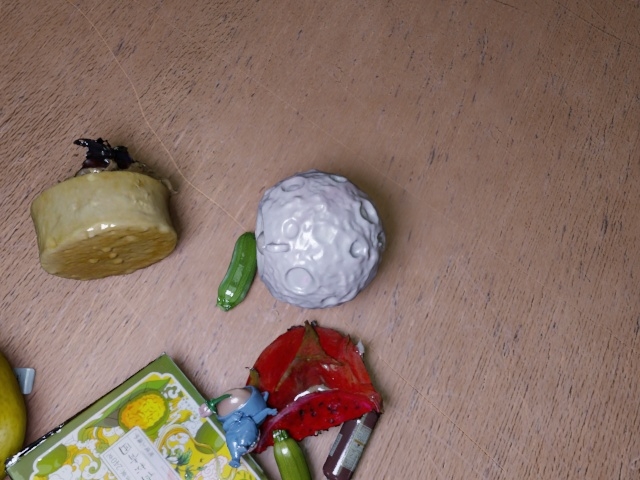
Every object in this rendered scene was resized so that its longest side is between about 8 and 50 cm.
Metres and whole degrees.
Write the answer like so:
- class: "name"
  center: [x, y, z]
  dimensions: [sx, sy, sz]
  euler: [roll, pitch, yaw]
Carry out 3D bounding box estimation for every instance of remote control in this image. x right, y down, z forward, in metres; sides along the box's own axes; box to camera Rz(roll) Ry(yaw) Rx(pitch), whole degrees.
- class: "remote control"
  center: [-0.769, 0.336, 1.236]
  dimensions: [0.162, 0.029, 0.061]
  euler: [0, 68, 2]

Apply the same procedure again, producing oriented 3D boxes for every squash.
- class: "squash"
  center: [-0.051, 0.539, 1.145]
  dimensions: [0.069, 0.069, 0.258]
  euler: [-15, 93, -8]
- class: "squash"
  center: [-0.209, 0.080, 1.338]
  dimensions: [0.077, 0.068, 0.219]
  euler: [23, 70, -6]

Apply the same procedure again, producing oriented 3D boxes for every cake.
- class: "cake"
  center: [-0.528, -0.100, 1.257]
  dimensions: [0.332, 0.332, 0.321]
  euler: [-16, 70, -9]

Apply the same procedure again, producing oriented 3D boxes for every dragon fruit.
- class: "dragon fruit"
  center: [-0.052, 0.323, 1.220]
  dimensions: [0.343, 0.100, 0.282]
  euler: [-22, 57, 2]

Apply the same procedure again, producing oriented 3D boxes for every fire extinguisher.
- class: "fire extinguisher"
  center: [0.053, 0.490, 1.187]
  dimensions: [0.071, 0.099, 0.231]
  euler: [21, 68, 24]

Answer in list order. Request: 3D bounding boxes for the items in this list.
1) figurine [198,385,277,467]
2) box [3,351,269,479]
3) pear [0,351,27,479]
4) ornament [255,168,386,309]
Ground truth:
- class: "figurine"
  center: [-0.178, 0.375, 1.095]
  dimensions: [0.144, 0.178, 0.114]
  euler: [37, 112, -22]
- class: "box"
  center: [-0.361, 0.510, 1.082]
  dimensions: [0.373, 0.138, 0.420]
  euler: [-35, 75, -34]
- class: "pear"
  center: [-0.791, 0.395, 1.039]
  dimensions: [0.362, 0.362, 0.418]
  euler: [10, 81, 1]
- class: "ornament"
  center: [0.000, 0.000, 1.240]
  dimensions: [0.337, 0.337, 0.337]
  euler: [1, 70, -3]
